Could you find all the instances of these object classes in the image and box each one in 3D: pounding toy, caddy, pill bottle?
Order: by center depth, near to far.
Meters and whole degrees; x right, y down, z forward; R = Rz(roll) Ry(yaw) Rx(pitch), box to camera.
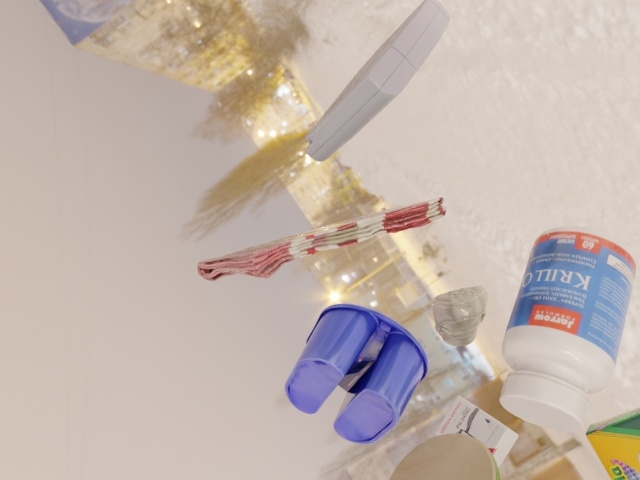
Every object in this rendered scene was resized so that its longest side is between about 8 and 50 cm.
[{"bbox_3d":[0.289,0.103,0.688,0.124,0.221,0.124,21,154,11],"label":"pill bottle"},{"bbox_3d":[0.206,0.392,0.820,0.110,0.183,0.237,51,167,-20],"label":"pounding toy"},{"bbox_3d":[0.074,0.262,1.183,0.241,0.179,0.341,31,144,4],"label":"caddy"}]

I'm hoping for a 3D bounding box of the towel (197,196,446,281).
[{"bbox_3d":[0.000,0.000,0.884,0.237,0.329,0.037,-9,97,61],"label":"towel"}]

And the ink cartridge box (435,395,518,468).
[{"bbox_3d":[0.353,0.443,1.327,0.063,0.109,0.150,37,173,-38],"label":"ink cartridge box"}]

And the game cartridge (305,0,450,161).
[{"bbox_3d":[0.095,-0.254,0.877,0.062,0.198,0.297,44,-133,-13],"label":"game cartridge"}]

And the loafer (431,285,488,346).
[{"bbox_3d":[0.285,0.157,1.175,0.319,0.112,0.111,42,-145,-77],"label":"loafer"}]

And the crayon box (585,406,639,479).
[{"bbox_3d":[0.703,0.491,1.201,0.081,0.165,0.278,-3,-118,-58],"label":"crayon box"}]
